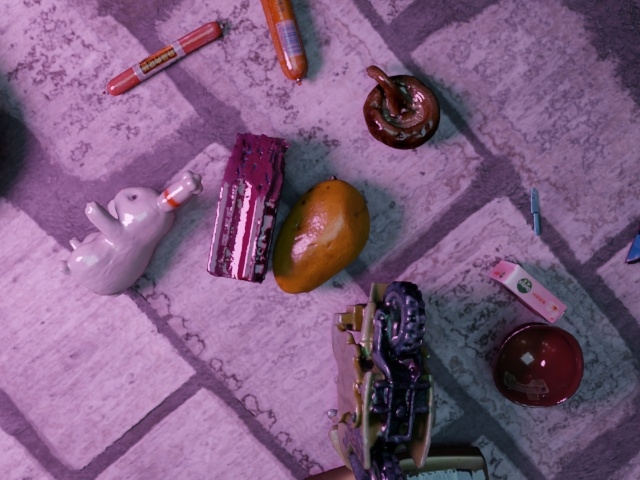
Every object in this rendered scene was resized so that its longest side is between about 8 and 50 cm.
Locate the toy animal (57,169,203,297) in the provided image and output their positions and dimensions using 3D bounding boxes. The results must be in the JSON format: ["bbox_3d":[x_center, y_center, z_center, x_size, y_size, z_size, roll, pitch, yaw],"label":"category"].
[{"bbox_3d":[-0.331,-0.036,1.025,0.138,0.140,0.282,36,96,-13],"label":"toy animal"}]

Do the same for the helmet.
[{"bbox_3d":[0.394,0.207,1.077,0.155,0.106,0.175,4,115,9],"label":"helmet"}]

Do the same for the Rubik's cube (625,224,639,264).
[{"bbox_3d":[0.700,-0.064,1.107,0.190,0.211,0.178,3,72,-34],"label":"Rubik's cube"}]

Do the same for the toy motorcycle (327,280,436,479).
[{"bbox_3d":[0.107,0.268,1.018,0.168,0.237,0.410,6,92,-17],"label":"toy motorcycle"}]

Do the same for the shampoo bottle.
[{"bbox_3d":[0.140,0.472,1.107,0.350,0.084,0.126,-9,92,-1],"label":"shampoo bottle"}]

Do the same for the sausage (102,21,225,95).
[{"bbox_3d":[-0.283,-0.327,1.052,0.253,0.034,0.034,-31,95,1],"label":"sausage"}]

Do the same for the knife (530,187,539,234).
[{"bbox_3d":[0.408,-0.055,1.113,0.014,0.005,0.091,-6,94,-3],"label":"knife"}]

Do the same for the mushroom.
[{"bbox_3d":[0.136,-0.243,1.052,0.135,0.080,0.171,-35,94,-11],"label":"mushroom"}]

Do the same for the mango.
[{"bbox_3d":[0.000,0.000,1.050,0.147,0.109,0.227,31,94,-6],"label":"mango"}]

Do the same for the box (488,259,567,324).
[{"bbox_3d":[0.382,0.093,1.083,0.125,0.089,0.043,39,93,-3],"label":"box"}]

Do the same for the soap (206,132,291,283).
[{"bbox_3d":[-0.116,-0.059,1.020,0.099,0.162,0.250,12,92,3],"label":"soap"}]

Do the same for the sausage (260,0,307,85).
[{"bbox_3d":[-0.086,-0.446,1.039,0.053,0.053,0.348,-17,95,-1],"label":"sausage"}]
